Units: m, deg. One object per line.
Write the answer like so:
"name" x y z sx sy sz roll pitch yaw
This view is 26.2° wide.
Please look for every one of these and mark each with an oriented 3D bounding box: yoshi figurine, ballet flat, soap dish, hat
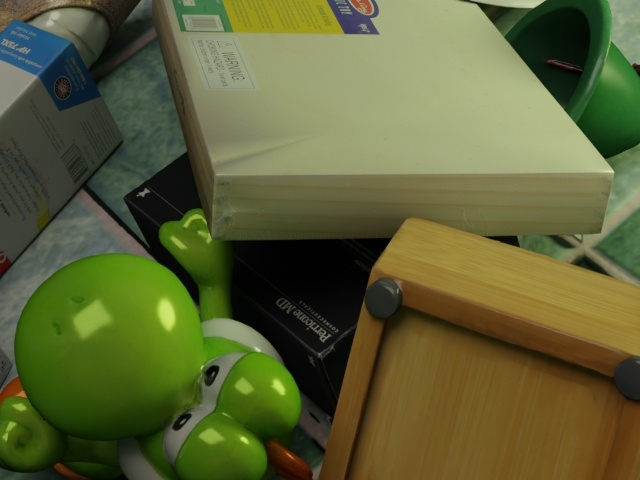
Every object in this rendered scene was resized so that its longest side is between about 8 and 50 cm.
"yoshi figurine" -0.129 0.079 0.894 0.203 0.362 0.203 0 86 -21
"ballet flat" -0.290 -0.172 1.315 0.316 0.107 0.106 -25 59 9
"soap dish" 0.104 0.154 0.829 0.229 0.118 0.291 19 99 29
"hat" 0.247 -0.093 1.121 0.208 0.183 0.173 -12 57 62

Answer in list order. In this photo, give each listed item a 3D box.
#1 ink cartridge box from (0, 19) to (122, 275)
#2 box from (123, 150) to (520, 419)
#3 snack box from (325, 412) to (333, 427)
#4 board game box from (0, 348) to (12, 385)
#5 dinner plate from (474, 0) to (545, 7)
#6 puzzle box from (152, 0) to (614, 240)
"ink cartridge box" -0.290 -0.062 1.197 0.078 0.134 0.231 25 64 31
"box" 0.000 0.000 1.060 0.184 0.103 0.261 -36 45 -18
"snack box" 0.083 0.085 1.036 0.178 0.022 0.064 -21 47 2
"board game box" -0.424 0.042 1.122 0.305 0.193 0.053 8 56 24
"dinner plate" 0.153 -0.238 1.223 0.141 0.017 0.141 8 30 -5
"puzzle box" 0.024 -0.122 1.058 0.272 0.052 0.409 -1 30 -12
